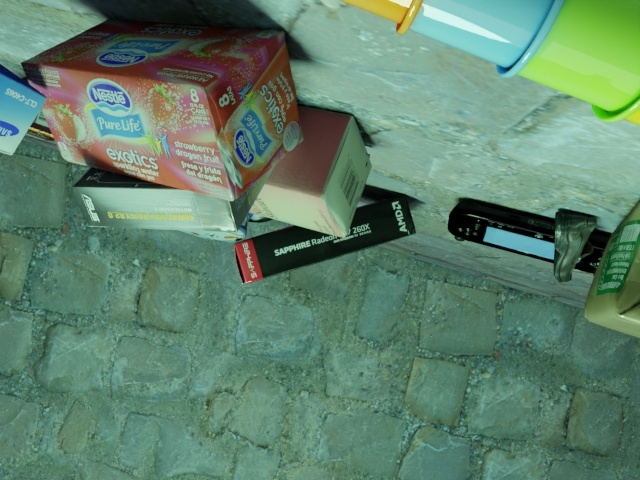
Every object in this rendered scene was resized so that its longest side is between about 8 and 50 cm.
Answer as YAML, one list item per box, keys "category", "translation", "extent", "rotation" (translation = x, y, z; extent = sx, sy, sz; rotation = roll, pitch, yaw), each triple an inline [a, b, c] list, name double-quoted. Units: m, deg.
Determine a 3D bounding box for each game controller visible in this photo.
- category: "game controller"
  translation: [0.392, -0.002, 1.153]
  extent: [0.318, 0.067, 0.166]
  rotation: [15, 176, 13]

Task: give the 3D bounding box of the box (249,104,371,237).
- category: "box"
  translation: [-0.063, -0.109, 0.893]
  extent: [0.232, 0.127, 0.149]
  rotation: [15, 164, 21]

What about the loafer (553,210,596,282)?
- category: "loafer"
  translation: [0.416, 0.018, 1.033]
  extent: [0.061, 0.062, 0.170]
  rotation: [2, 148, 20]

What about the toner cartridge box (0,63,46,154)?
- category: "toner cartridge box"
  translation: [-0.453, -0.218, 0.618]
  extent: [0.347, 0.075, 0.165]
  rotation: [34, -177, 20]

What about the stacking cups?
- category: "stacking cups"
  translation: [0.085, -0.133, 0.335]
  extent: [0.316, 0.096, 0.096]
  rotation: [18, 176, -1]

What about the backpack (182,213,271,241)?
- category: "backpack"
  translation: [-0.201, -0.109, 1.228]
  extent: [0.263, 0.213, 0.276]
  rotation: [6, 176, -16]

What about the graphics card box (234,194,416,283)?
- category: "graphics card box"
  translation: [0.000, 0.000, 1.360]
  extent: [0.370, 0.094, 0.233]
  rotation: [-15, 179, -6]

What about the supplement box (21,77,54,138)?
- category: "supplement box"
  translation: [-0.540, -0.254, 1.216]
  extent: [0.080, 0.104, 0.188]
  rotation: [19, 176, -37]

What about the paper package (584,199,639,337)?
- category: "paper package"
  translation: [0.532, 0.070, 0.816]
  extent: [0.309, 0.168, 0.325]
  rotation: [15, 177, 18]

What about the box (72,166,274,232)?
- category: "box"
  translation: [-0.148, -0.101, 0.741]
  extent: [0.182, 0.231, 0.056]
  rotation: [2, 129, 15]

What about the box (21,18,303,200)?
- category: "box"
  translation: [-0.161, -0.144, 0.648]
  extent: [0.256, 0.128, 0.123]
  rotation: [15, 134, 30]

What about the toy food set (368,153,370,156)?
- category: "toy food set"
  translation: [0.017, -0.148, 0.976]
  extent: [0.122, 0.019, 0.078]
  rotation: [17, 176, -4]
